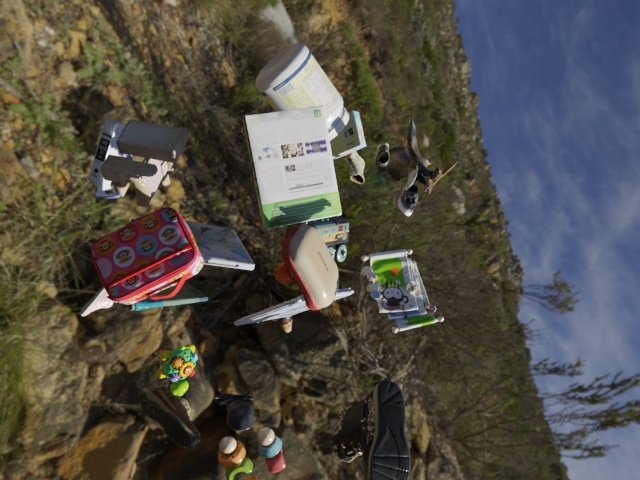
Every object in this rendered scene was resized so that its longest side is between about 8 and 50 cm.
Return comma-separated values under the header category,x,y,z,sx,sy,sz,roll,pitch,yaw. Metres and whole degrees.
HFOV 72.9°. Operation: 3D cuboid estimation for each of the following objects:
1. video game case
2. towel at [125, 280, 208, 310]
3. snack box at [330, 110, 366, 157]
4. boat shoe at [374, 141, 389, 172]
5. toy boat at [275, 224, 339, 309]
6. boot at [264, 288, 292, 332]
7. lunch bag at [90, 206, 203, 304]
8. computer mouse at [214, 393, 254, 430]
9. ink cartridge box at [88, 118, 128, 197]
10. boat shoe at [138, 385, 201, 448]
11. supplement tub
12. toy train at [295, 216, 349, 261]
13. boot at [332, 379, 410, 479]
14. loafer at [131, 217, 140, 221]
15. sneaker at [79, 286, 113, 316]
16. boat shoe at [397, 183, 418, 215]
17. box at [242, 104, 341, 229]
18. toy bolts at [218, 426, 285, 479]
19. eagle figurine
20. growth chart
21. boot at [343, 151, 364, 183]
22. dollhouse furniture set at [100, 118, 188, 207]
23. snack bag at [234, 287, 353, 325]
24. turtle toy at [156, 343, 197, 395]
category,x,y,z,sx,sy,sz,roll,pitch,yaw
video game case,-0.481,0.015,1.937,0.329,0.300,0.036,48,-60,48
towel,-0.722,0.221,1.912,0.272,0.040,0.370,28,14,34
snack box,0.076,-0.529,2.278,0.060,0.322,0.186,-4,81,-52
boat shoe,0.235,-0.307,1.656,0.152,0.056,0.049,78,9,-57
toy boat,-0.052,0.081,1.154,0.231,0.151,0.151,63,31,-21
boot,-0.214,0.308,2.101,0.248,0.090,0.206,37,-35,48
lunch bag,-0.519,0.064,1.326,0.258,0.293,0.120,59,-9,17
computer mouse,-0.371,0.753,1.956,0.272,0.189,0.072,-150,-114,-69
ink cartridge box,-0.900,-0.347,1.877,0.165,0.065,0.332,-25,136,-79
boat shoe,-0.555,0.646,1.643,0.324,0.120,0.122,26,-61,31
supplement tub,-0.062,-0.543,1.648,0.325,0.235,0.235,46,5,-33
toy train,0.000,0.000,1.794,0.142,0.334,0.190,10,-78,36
boot,0.151,0.674,1.408,0.284,0.138,0.377,-49,-154,45
loafer,-0.932,-0.087,2.230,0.148,0.050,0.056,-136,-124,-81
sneaker,-0.802,0.236,1.575,0.070,0.051,0.134,55,41,-27
boat shoe,0.403,-0.190,1.935,0.080,0.076,0.228,40,33,-5
box,-0.079,-0.209,1.246,0.058,0.233,0.321,-164,-116,-74
toy bolts,-0.239,0.769,1.523,0.218,0.229,0.158,-139,-149,-64
eagle figurine,0.381,-0.335,1.788,0.298,0.226,0.225,54,7,18
growth chart,0.214,0.133,1.181,0.021,0.172,0.237,116,-44,-69
boot,0.175,-0.427,2.429,0.213,0.077,0.165,36,42,-36
dollhouse furniture set,-0.515,-0.194,1.401,0.355,0.174,0.303,100,0,-54
snack bag,-0.094,0.230,1.526,0.343,0.323,0.037,4,66,-58
turtle toy,-0.350,0.323,1.082,0.066,0.095,0.130,23,-74,35
